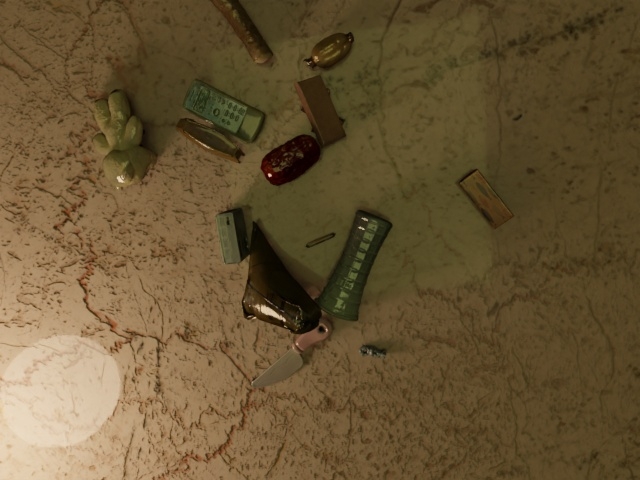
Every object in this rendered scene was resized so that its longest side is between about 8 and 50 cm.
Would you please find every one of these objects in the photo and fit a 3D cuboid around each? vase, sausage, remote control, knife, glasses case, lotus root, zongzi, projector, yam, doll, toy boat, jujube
[{"bbox_3d":[0.098,0.067,1.392,0.143,0.143,0.299,22,97,1],"label":"vase"},{"bbox_3d":[0.000,0.000,1.446,0.100,0.015,0.015,-24,97,8],"label":"sausage"},{"bbox_3d":[-0.278,-0.371,1.397,0.233,0.038,0.098,27,100,1],"label":"remote control"},{"bbox_3d":[-0.085,0.362,1.511,0.081,0.043,0.336,41,106,-9],"label":"knife"},{"bbox_3d":[0.469,-0.119,1.376,0.064,0.041,0.170,-38,95,21],"label":"glasses case"},{"bbox_3d":[0.025,-0.520,1.335,0.150,0.062,0.073,-28,119,10],"label":"lotus root"},{"bbox_3d":[0.004,-0.364,1.368,0.102,0.070,0.193,-26,95,-20],"label":"glasses case"},{"bbox_3d":[-0.108,0.101,1.379,0.260,0.123,0.289,10,98,38],"label":"zongzi"},{"bbox_3d":[-0.257,-0.014,1.415,0.061,0.115,0.147,-6,99,8],"label":"projector"},{"bbox_3d":[-0.234,-0.621,1.339,0.066,0.066,0.300,-35,94,9],"label":"yam"},{"bbox_3d":[-0.567,-0.291,1.405,0.149,0.175,0.278,-13,90,-31],"label":"doll"},{"bbox_3d":[-0.316,-0.285,1.396,0.206,0.072,0.064,29,85,-11],"label":"toy boat"},{"bbox_3d":[-0.081,-0.225,1.365,0.176,0.112,0.109,-31,122,2],"label":"jujube"}]

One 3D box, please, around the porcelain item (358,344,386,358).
[{"bbox_3d":[0.158,0.341,1.483,0.083,0.028,0.036,7,102,5],"label":"porcelain item"}]
